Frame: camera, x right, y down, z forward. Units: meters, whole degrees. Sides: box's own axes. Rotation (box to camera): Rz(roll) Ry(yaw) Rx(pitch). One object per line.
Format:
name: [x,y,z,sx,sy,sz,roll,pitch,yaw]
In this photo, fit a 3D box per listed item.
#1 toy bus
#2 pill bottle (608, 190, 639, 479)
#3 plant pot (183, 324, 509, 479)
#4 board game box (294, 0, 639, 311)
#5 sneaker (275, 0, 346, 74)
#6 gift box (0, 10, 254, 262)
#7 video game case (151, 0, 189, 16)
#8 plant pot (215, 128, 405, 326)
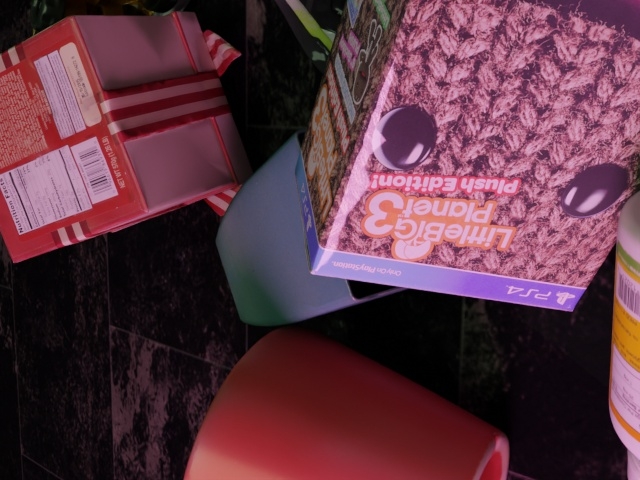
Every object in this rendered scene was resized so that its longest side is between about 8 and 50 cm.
toy bus: [-0.292,-0.376,1.039,0.220,0.149,0.212,-38,59,43]
pill bottle: [0.282,0.088,0.573,0.136,0.136,0.246,19,129,40]
plant pot: [0.039,0.242,0.777,0.243,0.275,0.275,14,107,26]
board game box: [0.131,-0.110,0.593,0.141,0.231,0.291,-100,23,-50]
sneaker: [0.002,-0.276,0.861,0.097,0.084,0.235,-35,72,16]
gift box: [-0.228,-0.125,0.953,0.276,0.258,0.255,-12,99,27]
video game case: [-0.249,-0.373,1.101,0.173,0.022,0.190,-40,70,39]
plant pot: [0.000,0.000,0.842,0.234,0.165,0.166,-29,77,50]
